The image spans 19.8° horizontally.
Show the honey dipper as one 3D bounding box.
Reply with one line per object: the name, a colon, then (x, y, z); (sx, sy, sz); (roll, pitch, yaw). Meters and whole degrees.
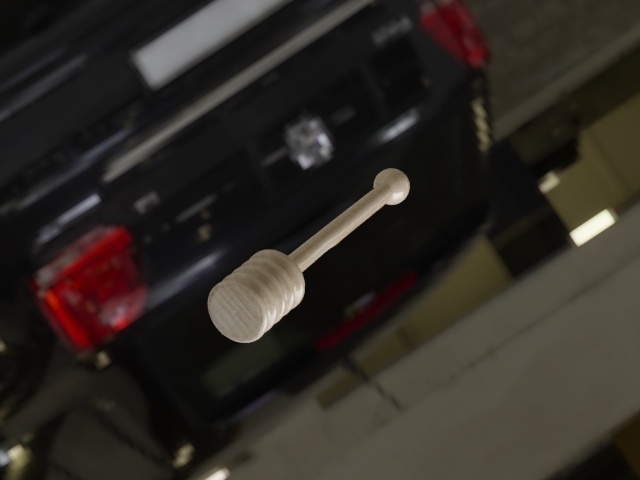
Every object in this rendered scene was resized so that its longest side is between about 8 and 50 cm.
honey dipper: (0.000, 0.000, 0.851); (0.030, 0.030, 0.160); (-37, -178, 37)
